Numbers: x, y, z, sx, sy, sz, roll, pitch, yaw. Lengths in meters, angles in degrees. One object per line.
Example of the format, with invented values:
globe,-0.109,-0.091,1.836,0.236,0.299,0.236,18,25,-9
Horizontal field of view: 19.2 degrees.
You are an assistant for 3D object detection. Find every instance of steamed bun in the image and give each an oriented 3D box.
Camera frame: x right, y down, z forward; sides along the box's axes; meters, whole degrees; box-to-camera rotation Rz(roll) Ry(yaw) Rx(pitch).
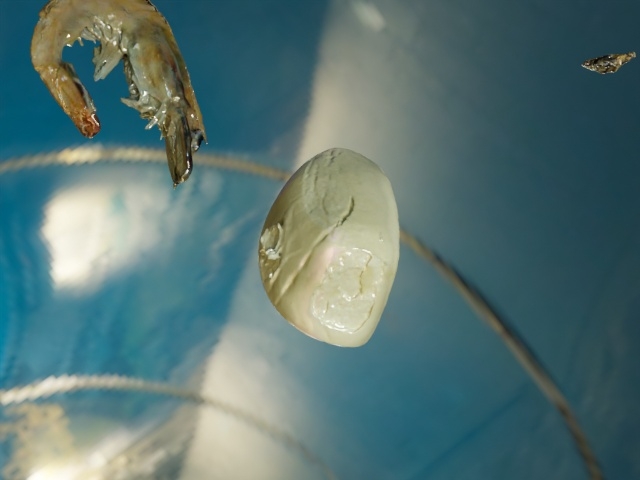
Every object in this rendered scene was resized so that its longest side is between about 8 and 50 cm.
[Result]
steamed bun,0.000,0.000,2.163,0.239,0.152,0.170,-101,-152,-55

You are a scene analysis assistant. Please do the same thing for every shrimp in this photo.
shrimp,-0.213,-0.168,1.993,0.058,0.173,0.253,-46,-124,53

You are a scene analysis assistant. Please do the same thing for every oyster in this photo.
oyster,0.360,-0.219,2.346,0.083,0.054,0.019,-23,-107,62
